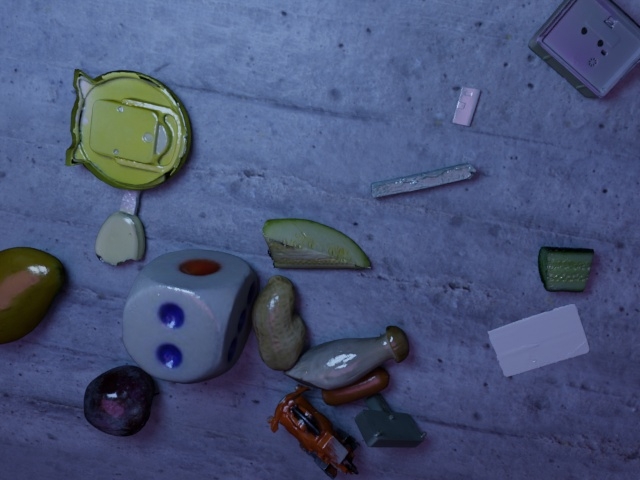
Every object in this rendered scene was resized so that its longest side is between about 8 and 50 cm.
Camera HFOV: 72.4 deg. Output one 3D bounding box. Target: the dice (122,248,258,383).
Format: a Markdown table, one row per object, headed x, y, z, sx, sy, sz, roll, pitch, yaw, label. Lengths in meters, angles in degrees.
| x | y | z | sx | sy | sz | roll | pitch | yaw | label |
| --- | --- | --- | --- | --- | --- | --- | --- | --- | --- |
| -0.307 | 0.177 | 1.082 | 0.244 | 0.259 | 0.250 | 11 | 108 | 4 | dice |

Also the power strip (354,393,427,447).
| x | y | z | sx | sy | sz | roll | pitch | yaw | label |
| --- | --- | --- | --- | --- | --- | --- | --- | --- | --- |
| 0.178 | 0.483 | 1.187 | 0.216 | 0.145 | 0.061 | 24 | 112 | -40 | power strip |

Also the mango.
| x | y | z | sx | sy | sz | roll | pitch | yaw | label |
| --- | --- | --- | --- | --- | --- | --- | --- | --- | --- |
| -0.823 | 0.141 | 1.165 | 0.317 | 0.173 | 0.211 | -41 | 99 | 8 | mango |

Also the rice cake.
| x | y | z | sx | sy | sz | roll | pitch | yaw | label |
| --- | --- | --- | --- | --- | --- | --- | --- | --- | --- |
| 0.241 | -0.142 | 1.043 | 0.246 | 0.045 | 0.042 | -12 | 102 | 9 | rice cake |

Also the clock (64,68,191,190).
| x | y | z | sx | sy | sz | roll | pitch | yaw | label |
| --- | --- | --- | --- | --- | --- | --- | --- | --- | --- |
| -0.455 | -0.263 | 1.057 | 0.294 | 0.071 | 0.276 | 19 | 103 | -1 | clock |

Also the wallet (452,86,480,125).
| x | y | z | sx | sy | sz | roll | pitch | yaw | label |
| --- | --- | --- | --- | --- | --- | --- | --- | --- | --- |
| 0.334 | -0.307 | 1.003 | 0.044 | 0.011 | 0.083 | 13 | 108 | 2 | wallet |

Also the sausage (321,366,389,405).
| x | y | z | sx | sy | sz | roll | pitch | yaw | label |
| --- | --- | --- | --- | --- | --- | --- | --- | --- | --- |
| 0.097 | 0.400 | 1.205 | 0.198 | 0.076 | 0.076 | -22 | 103 | 10 | sausage |

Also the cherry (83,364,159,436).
| x | y | z | sx | sy | sz | roll | pitch | yaw | label |
| --- | --- | --- | --- | --- | --- | --- | --- | --- | --- |
| -0.563 | 0.450 | 1.228 | 0.196 | 0.195 | 0.194 | 1 | 107 | 5 | cherry |

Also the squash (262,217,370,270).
| x | y | z | sx | sy | sz | roll | pitch | yaw | label |
| --- | --- | --- | --- | --- | --- | --- | --- | --- | --- |
| 0.000 | 0.000 | 1.076 | 0.253 | 0.093 | 0.169 | 0 | 151 | 6 | squash |

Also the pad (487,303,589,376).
| x | y | z | sx | sy | sz | roll | pitch | yaw | label |
| --- | --- | --- | --- | --- | --- | --- | --- | --- | --- |
| 0.576 | 0.267 | 1.157 | 0.232 | 0.004 | 0.156 | -21 | 104 | 11 | pad |

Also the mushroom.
| x | y | z | sx | sy | sz | roll | pitch | yaw | label |
| --- | --- | --- | --- | --- | --- | --- | --- | --- | --- |
| 0.064 | 0.318 | 1.161 | 0.351 | 0.128 | 0.128 | -20 | 104 | 7 | mushroom |

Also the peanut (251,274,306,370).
| x | y | z | sx | sy | sz | roll | pitch | yaw | label |
| --- | --- | --- | --- | --- | --- | --- | --- | --- | --- |
| -0.110 | 0.217 | 1.148 | 0.137 | 0.122 | 0.252 | -20 | 108 | -33 | peanut |

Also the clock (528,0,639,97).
| x | y | z | sx | sy | sz | roll | pitch | yaw | label |
| --- | --- | --- | --- | --- | --- | --- | --- | --- | --- |
| 0.561 | -0.412 | 0.919 | 0.192 | 0.071 | 0.146 | 37 | 106 | -6 | clock |

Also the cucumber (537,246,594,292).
| x | y | z | sx | sy | sz | roll | pitch | yaw | label |
| --- | --- | --- | --- | --- | --- | --- | --- | --- | --- |
| 0.591 | 0.063 | 1.065 | 0.116 | 0.062 | 0.116 | 2 | 114 | 6 | cucumber |

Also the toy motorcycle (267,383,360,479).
| x | y | z | sx | sy | sz | roll | pitch | yaw | label |
| --- | --- | --- | --- | --- | --- | --- | --- | --- | --- |
| -0.018 | 0.526 | 1.201 | 0.148 | 0.221 | 0.325 | -45 | 122 | -20 | toy motorcycle |

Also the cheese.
| x | y | z | sx | sy | sz | roll | pitch | yaw | label |
| --- | --- | --- | --- | --- | --- | --- | --- | --- | --- |
| -0.503 | -0.051 | 1.136 | 0.127 | 0.050 | 0.255 | 22 | 108 | -1 | cheese |
